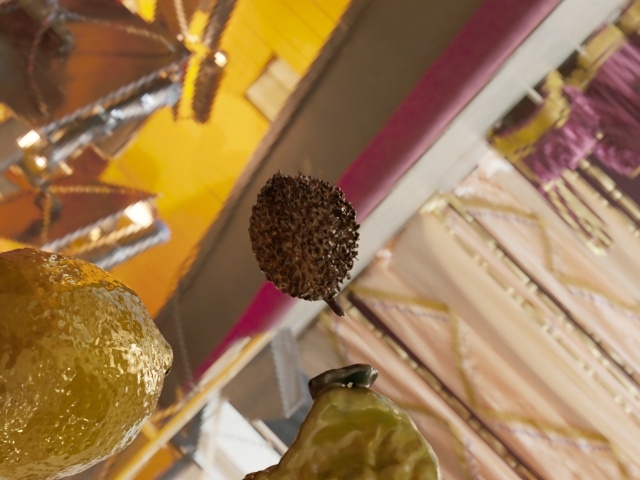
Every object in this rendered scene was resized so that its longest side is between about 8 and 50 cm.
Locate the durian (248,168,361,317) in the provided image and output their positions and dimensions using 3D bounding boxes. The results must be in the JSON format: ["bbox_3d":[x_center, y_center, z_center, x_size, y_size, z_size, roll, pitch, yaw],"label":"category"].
[{"bbox_3d":[0.000,0.000,1.346,0.091,0.188,0.148,-16,-175,40],"label":"durian"}]

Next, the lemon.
[{"bbox_3d":[-0.298,0.132,1.221,0.245,0.245,0.320,-47,150,17],"label":"lemon"}]

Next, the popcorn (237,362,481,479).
[{"bbox_3d":[0.040,0.299,1.072,0.293,0.237,0.293,-16,146,-12],"label":"popcorn"}]
